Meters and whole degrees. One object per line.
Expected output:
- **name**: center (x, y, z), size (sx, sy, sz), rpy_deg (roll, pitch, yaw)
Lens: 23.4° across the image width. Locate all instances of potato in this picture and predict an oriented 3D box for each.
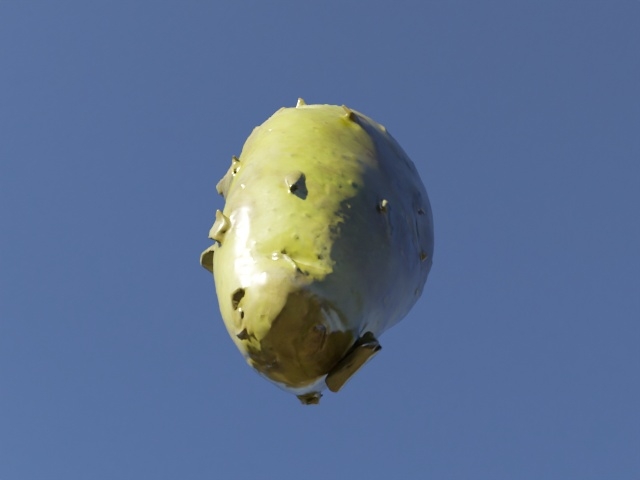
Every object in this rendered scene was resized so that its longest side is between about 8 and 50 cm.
- **potato**: center (0.000, 0.000, 0.729), size (0.090, 0.225, 0.117), rpy_deg (-35, -79, 19)
